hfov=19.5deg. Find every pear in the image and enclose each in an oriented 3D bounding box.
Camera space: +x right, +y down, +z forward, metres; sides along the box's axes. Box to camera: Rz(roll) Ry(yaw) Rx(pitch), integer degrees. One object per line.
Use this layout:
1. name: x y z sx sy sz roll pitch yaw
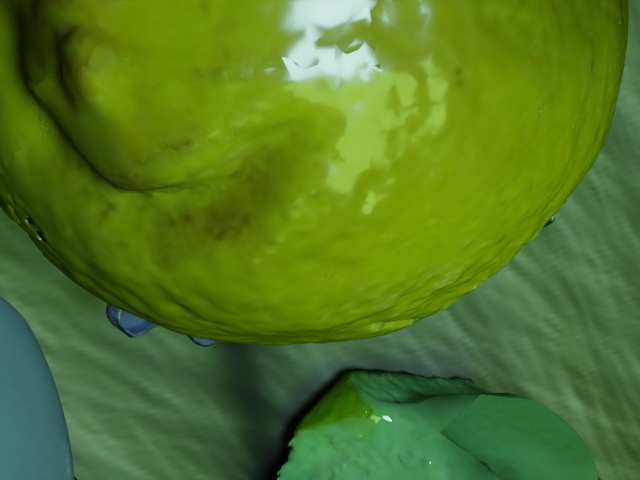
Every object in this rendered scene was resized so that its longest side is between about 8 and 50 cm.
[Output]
1. pear: 0.081 0.248 1.175 0.176 0.282 0.286 11 116 -55

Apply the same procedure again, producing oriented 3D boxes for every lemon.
1. lemon: -0.013 -0.091 0.791 0.297 0.297 0.297 -23 136 -25

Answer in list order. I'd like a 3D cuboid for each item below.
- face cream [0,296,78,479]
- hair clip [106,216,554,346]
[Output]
1. face cream: -0.238 0.143 0.794 0.312 0.219 0.357 -55 156 -8
2. hair clip: -0.005 -0.006 1.031 0.278 0.090 0.137 -9 119 -32
